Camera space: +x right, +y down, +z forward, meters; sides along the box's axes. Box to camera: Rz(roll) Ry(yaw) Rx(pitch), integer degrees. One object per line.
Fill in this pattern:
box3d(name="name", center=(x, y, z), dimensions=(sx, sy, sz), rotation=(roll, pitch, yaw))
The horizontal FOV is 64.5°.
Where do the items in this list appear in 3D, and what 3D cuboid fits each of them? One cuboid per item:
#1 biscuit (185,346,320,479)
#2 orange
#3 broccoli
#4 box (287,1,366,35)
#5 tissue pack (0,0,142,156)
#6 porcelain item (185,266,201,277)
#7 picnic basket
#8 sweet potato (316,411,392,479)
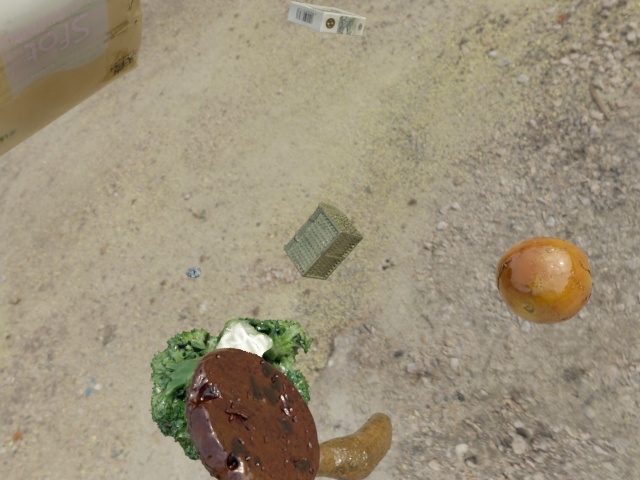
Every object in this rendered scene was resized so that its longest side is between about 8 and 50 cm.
box3d(name="biscuit", center=(-0.076, 0.209, 0.586), dimensions=(0.049, 0.192, 0.192), rotation=(-38, 49, 22))
box3d(name="orange", center=(0.597, 0.106, 1.360), dimensions=(0.239, 0.240, 0.240), rotation=(-17, 57, 28))
box3d(name="broccoli", center=(-0.145, 0.227, 0.832), dimensions=(0.269, 0.242, 0.262), rotation=(25, 53, -1))
box3d(name="box", center=(0.008, -0.263, 0.604), dimensions=(0.054, 0.083, 0.024), rotation=(30, 122, 30))
box3d(name="tissue pack", center=(-0.263, -0.188, 0.461), dimensions=(0.222, 0.090, 0.186), rotation=(-49, 0, -32))
box3d(name="porcelain item", center=(-0.385, 0.098, 1.544), dimensions=(0.083, 0.028, 0.036), rotation=(-1, 65, 57))
box3d(name="picnic basket", center=(0.000, 0.000, 1.572), dimensions=(0.196, 0.134, 0.154), rotation=(-49, 59, 21))
box3d(name="sweet potato", center=(0.072, 0.458, 1.093), dimensions=(0.114, 0.341, 0.092), rotation=(29, 108, 34))
